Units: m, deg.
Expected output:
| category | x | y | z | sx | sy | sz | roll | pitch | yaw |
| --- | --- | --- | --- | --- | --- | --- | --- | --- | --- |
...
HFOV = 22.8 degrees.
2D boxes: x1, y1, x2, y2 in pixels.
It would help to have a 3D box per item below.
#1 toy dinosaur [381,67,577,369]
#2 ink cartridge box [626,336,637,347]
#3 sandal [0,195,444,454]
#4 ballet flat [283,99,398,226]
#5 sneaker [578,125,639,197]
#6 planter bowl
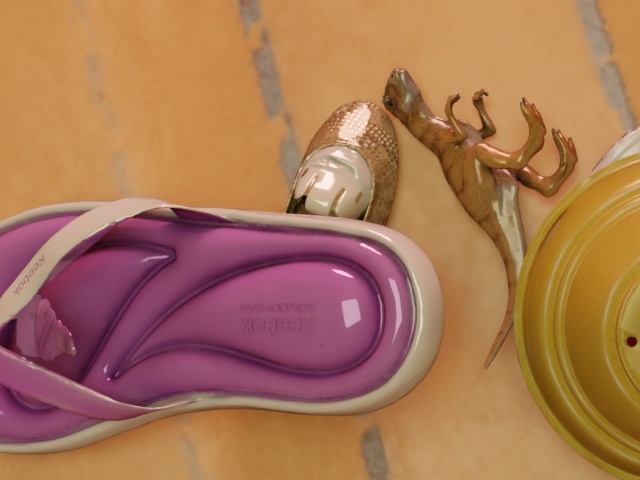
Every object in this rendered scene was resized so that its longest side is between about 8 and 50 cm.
| category | x | y | z | sx | sy | sz | roll | pitch | yaw |
| --- | --- | --- | --- | --- | --- | --- | --- | --- | --- |
| toy dinosaur | 0.117 | -0.032 | 1.066 | 0.112 | 0.064 | 0.211 | -35 | 68 | 22 |
| ink cartridge box | 0.286 | 0.085 | 1.017 | 0.189 | 0.066 | 0.232 | -17 | 84 | 7 |
| sandal | -0.126 | 0.045 | 1.026 | 0.416 | 0.102 | 0.169 | -9 | 81 | 24 |
| ballet flat | 0.000 | 0.000 | 1.069 | 0.073 | 0.067 | 0.206 | 17 | 86 | 11 |
| sneaker | 0.256 | -0.042 | 1.020 | 0.232 | 0.090 | 0.115 | -41 | 79 | 3 |
| planter bowl | 0.223 | 0.051 | 0.942 | 0.217 | 0.090 | 0.217 | 0 | 92 | 7 |
